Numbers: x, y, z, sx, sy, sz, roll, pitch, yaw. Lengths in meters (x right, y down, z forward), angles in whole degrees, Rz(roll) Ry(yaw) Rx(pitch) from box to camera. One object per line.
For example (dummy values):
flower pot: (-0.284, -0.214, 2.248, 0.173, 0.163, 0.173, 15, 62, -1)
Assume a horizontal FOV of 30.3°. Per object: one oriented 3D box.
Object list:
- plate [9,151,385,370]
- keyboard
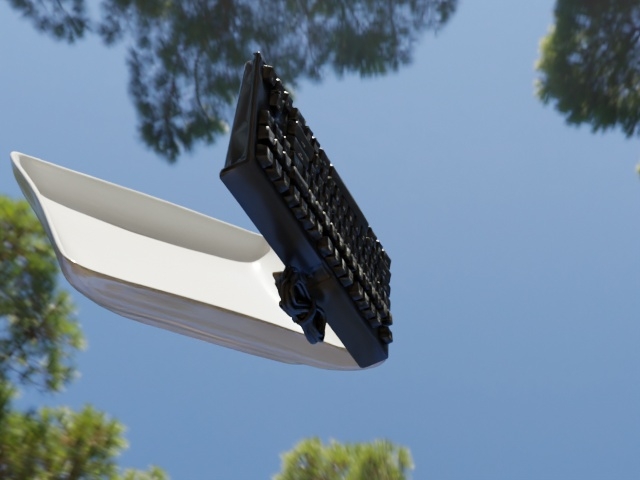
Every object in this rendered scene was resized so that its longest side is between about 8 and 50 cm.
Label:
plate: (-0.115, 0.024, 0.981, 0.277, 0.278, 0.045, 20, -79, -29)
keyboard: (0.000, 0.000, 0.596, 0.023, 0.180, 0.108, -8, -127, 23)
